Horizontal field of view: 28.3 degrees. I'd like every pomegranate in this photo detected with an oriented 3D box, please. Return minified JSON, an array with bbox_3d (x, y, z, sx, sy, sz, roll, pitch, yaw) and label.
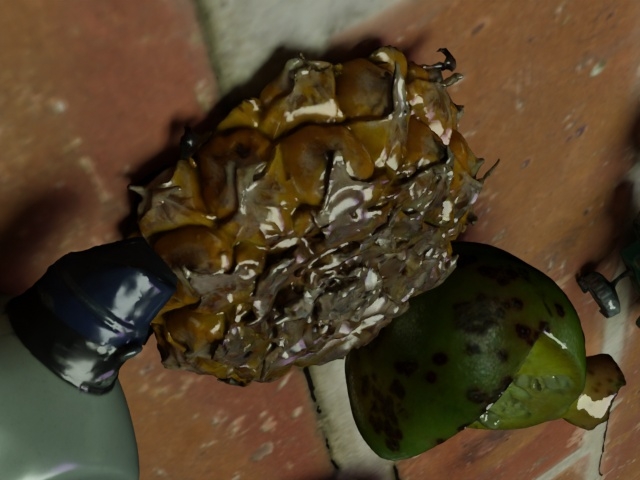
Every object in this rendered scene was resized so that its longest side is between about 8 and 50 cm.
[{"bbox_3d":[0.095,0.061,0.754,0.169,0.122,0.143,-7,155,-26],"label":"pomegranate"}]

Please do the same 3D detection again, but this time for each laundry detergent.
[{"bbox_3d":[-0.174,0.100,0.516,0.280,0.105,0.215,-45,149,14],"label":"laundry detergent"}]

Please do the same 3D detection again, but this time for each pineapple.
[{"bbox_3d":[0.000,0.000,0.613,0.225,0.076,0.225,-30,152,-18],"label":"pineapple"}]

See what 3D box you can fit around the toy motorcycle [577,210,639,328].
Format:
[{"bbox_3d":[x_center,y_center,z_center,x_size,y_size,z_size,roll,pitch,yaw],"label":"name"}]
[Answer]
[{"bbox_3d":[0.294,0.077,0.944,0.109,0.198,0.296,-36,151,4],"label":"toy motorcycle"}]
